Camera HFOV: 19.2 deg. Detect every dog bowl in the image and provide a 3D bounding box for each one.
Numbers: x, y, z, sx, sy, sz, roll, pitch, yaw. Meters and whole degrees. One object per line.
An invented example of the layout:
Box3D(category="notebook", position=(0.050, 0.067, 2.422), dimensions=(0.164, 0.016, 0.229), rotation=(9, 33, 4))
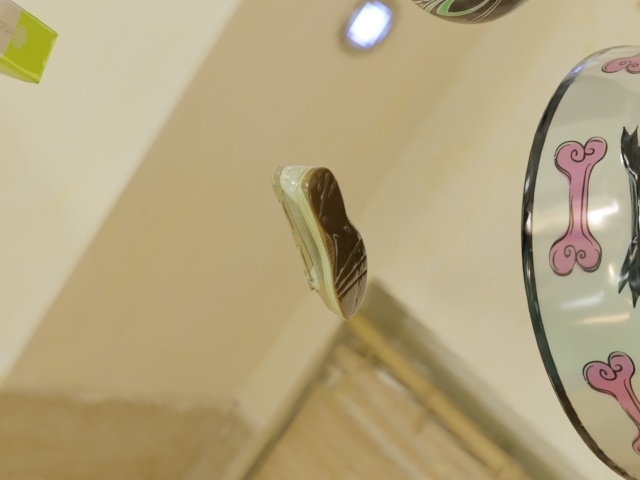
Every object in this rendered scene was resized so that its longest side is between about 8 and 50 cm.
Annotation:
Box3D(category="dog bowl", position=(0.355, 0.015, 1.676), dimensions=(0.150, 0.408, 0.408), rotation=(-9, -18, 41))

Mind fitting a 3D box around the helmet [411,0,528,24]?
Box3D(category="helmet", position=(0.135, -0.271, 1.681), dimensions=(0.169, 0.161, 0.169), rotation=(41, 18, -16))

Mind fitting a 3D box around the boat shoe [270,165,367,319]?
Box3D(category="boat shoe", position=(-0.001, 0.001, 1.608), dimensions=(0.048, 0.056, 0.153), rotation=(9, -44, 34))

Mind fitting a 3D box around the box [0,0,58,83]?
Box3D(category="box", position=(-0.254, -0.153, 1.185), dimensions=(0.109, 0.042, 0.178), rotation=(18, -6, 23))
